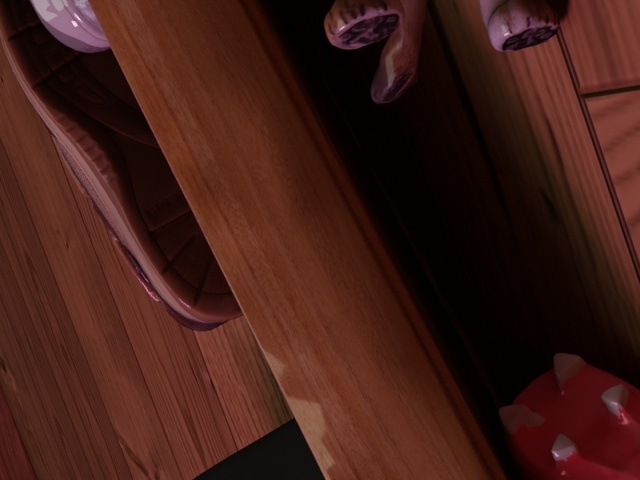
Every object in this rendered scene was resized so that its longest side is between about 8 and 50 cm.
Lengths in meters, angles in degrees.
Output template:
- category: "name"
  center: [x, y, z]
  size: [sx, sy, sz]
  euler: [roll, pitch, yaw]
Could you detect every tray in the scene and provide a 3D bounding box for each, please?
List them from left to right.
- category: "tray"
  center: [0.000, 0.000, 0.825]
  size: [0.410, 0.076, 0.203]
  euler: [63, -173, 14]

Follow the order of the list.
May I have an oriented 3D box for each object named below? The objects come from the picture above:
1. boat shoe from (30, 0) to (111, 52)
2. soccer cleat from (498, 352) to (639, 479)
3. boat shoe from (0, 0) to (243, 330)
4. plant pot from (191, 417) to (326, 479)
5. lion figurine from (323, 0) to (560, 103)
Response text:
- category: "boat shoe"
  center: [-0.173, -0.285, 1.039]
  size: [0.103, 0.118, 0.320]
  euler: [-15, 97, 37]
- category: "soccer cleat"
  center: [0.170, 0.134, 0.675]
  size: [0.248, 0.083, 0.095]
  euler: [37, 167, 49]
- category: "boat shoe"
  center: [-0.148, -0.087, 1.162]
  size: [0.342, 0.123, 0.123]
  euler: [59, 158, 4]
- category: "plant pot"
  center: [-0.034, 0.289, 1.100]
  size: [0.293, 0.235, 0.293]
  euler: [51, 155, 36]
- category: "lion figurine"
  center: [0.022, -0.217, 0.573]
  size: [0.392, 0.142, 0.240]
  euler: [118, 134, -70]
